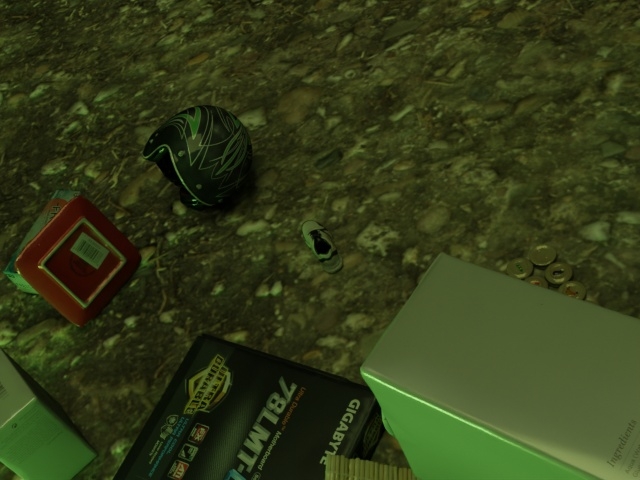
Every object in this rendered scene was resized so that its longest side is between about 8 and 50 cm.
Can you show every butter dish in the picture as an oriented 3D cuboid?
[{"bbox_3d":[-0.400,0.031,1.472,0.160,0.160,0.118,-51,28,-20],"label":"butter dish"}]

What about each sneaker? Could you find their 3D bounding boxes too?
[{"bbox_3d":[0.000,0.000,1.375,0.040,0.044,0.109,-33,45,-2],"label":"sneaker"}]

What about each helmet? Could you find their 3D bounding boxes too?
[{"bbox_3d":[-0.190,-0.139,1.492,0.161,0.169,0.169,0,51,44],"label":"helmet"}]

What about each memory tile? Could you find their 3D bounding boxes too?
[{"bbox_3d":[0.290,0.074,1.208,0.113,0.012,0.148,-27,47,0],"label":"memory tile"}]

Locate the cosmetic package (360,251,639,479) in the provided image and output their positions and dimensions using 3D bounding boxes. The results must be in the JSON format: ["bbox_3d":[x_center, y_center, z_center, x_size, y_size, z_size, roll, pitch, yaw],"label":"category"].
[{"bbox_3d":[0.245,0.177,0.784,0.385,0.217,0.156,23,62,34],"label":"cosmetic package"}]

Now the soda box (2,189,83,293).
[{"bbox_3d":[-0.457,0.001,1.558,0.058,0.063,0.183,5,55,28],"label":"soda box"}]

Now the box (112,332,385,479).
[{"bbox_3d":[-0.101,0.287,1.165,0.293,0.073,0.296,13,59,32],"label":"box"}]

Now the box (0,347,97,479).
[{"bbox_3d":[-0.407,0.250,1.256,0.091,0.170,0.130,-42,49,-15],"label":"box"}]

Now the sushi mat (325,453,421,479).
[{"bbox_3d":[0.072,0.387,0.993,0.151,0.019,0.317,9,52,-7],"label":"sushi mat"}]
